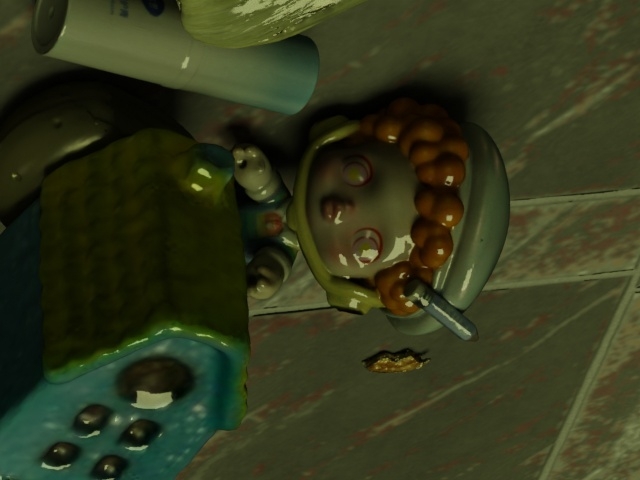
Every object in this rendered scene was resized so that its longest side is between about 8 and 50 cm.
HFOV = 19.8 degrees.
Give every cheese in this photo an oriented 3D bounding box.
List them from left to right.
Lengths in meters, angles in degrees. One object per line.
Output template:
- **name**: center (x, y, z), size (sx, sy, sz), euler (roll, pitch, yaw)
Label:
- **cheese**: center (-0.226, -0.064, 1.706), size (0.175, 0.091, 0.202), euler (20, 136, -37)

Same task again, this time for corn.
- **corn**: center (0.018, -0.256, 1.489), size (0.305, 0.123, 0.122), euler (-26, 143, 15)

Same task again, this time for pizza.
- **pizza**: center (0.091, 0.145, 2.193), size (0.083, 0.016, 0.037), euler (-5, 146, -8)

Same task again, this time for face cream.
- **face cream**: center (-0.123, -0.171, 1.600), size (0.250, 0.077, 0.077), euler (12, 138, -33)

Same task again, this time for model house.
- **model house**: center (-0.171, 0.059, 1.611), size (0.215, 0.237, 0.303), euler (18, 134, -29)

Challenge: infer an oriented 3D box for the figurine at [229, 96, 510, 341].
- **figurine**: center (-0.004, -0.031, 1.812), size (0.382, 0.224, 0.205), euler (8, 171, 10)
